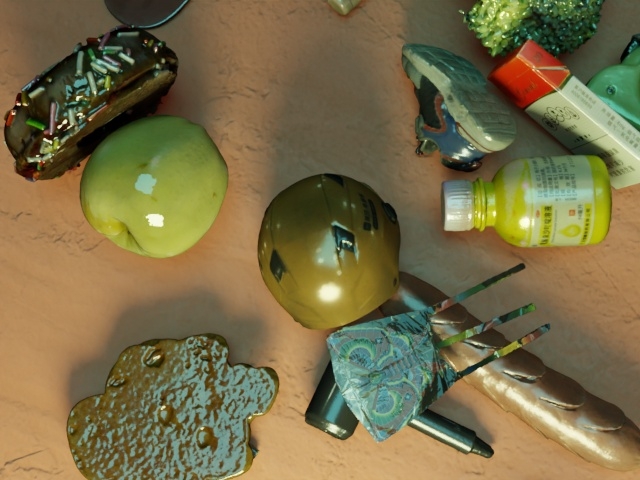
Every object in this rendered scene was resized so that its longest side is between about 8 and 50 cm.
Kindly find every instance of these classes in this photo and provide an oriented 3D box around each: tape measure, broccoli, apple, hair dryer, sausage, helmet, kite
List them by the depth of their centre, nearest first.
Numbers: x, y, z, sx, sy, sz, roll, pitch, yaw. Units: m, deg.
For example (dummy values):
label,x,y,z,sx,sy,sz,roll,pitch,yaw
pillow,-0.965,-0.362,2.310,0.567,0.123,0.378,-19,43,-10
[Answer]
label,x,y,z,sx,sy,sz,roll,pitch,yaw
kite,0.154,0.131,1.287,0.286,0.015,0.152,-27,82,-1
helmet,0.000,0.000,1.316,0.198,0.130,0.224,-19,62,14
sausage,0.248,0.175,1.324,0.433,0.088,0.088,34,81,9
hair dryer,0.108,0.241,1.331,0.248,0.070,0.114,28,79,-2
apple,-0.219,-0.069,1.341,0.200,0.200,0.200,0,78,1
broccoli,0.268,-0.436,1.373,0.302,0.249,0.375,4,83,0
tape measure,0.470,-0.194,1.385,0.200,0.106,0.175,35,84,7

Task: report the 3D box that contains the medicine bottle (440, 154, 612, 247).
label,x,y,z,sx,sy,sz,roll,pitch,yaw
medicine bottle,0.270,-0.050,1.351,0.213,0.122,0.121,-3,78,1

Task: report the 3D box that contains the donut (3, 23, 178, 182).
label,x,y,z,sx,sy,sz,roll,pitch,yaw
donut,-0.304,-0.182,1.328,0.270,0.270,0.103,-38,92,-7

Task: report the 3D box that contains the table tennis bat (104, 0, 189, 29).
label,x,y,z,sx,sy,sz,roll,pitch,yaw
table tennis bat,-0.224,-0.415,1.498,0.131,0.022,0.234,39,83,10

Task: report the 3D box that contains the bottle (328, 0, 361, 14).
label,x,y,z,sx,sy,sz,roll,pitch,yaw
bottle,0.055,-0.373,1.468,0.045,0.045,0.096,42,84,9

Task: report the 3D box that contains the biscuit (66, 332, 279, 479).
label,x,y,z,sx,sy,sz,roll,pitch,yaw
biscuit,-0.192,0.229,1.332,0.290,0.041,0.208,-17,77,1

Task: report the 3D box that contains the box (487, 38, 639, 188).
label,x,y,z,sx,sy,sz,roll,pitch,yaw
box,0.340,-0.163,1.343,0.245,0.139,0.035,40,83,-2

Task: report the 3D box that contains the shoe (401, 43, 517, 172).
label,x,y,z,sx,sy,sz,roll,pitch,yaw
shoe,0.175,-0.177,1.408,0.099,0.125,0.227,-4,47,-34

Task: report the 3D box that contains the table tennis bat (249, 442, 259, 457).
label,x,y,z,sx,sy,sz,roll,pitch,yaw
table tennis bat,-0.148,0.240,1.354,0.158,0.014,0.095,38,81,11
